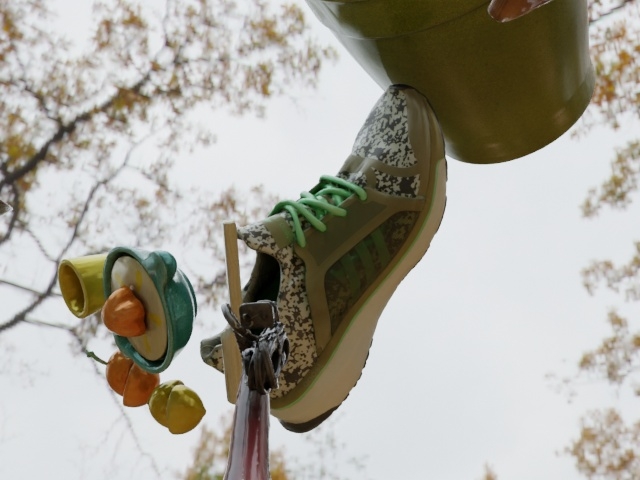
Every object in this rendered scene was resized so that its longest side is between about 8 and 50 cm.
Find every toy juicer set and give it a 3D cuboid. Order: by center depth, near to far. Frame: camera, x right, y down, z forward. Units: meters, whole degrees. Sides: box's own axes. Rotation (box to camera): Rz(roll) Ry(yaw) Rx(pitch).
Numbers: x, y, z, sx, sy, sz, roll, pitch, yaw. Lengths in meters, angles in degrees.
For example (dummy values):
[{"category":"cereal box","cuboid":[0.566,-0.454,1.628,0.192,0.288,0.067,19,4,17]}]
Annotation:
[{"category":"toy juicer set","cuboid":[-0.167,0.103,1.097,0.329,0.089,0.209,-11,-84,54]}]

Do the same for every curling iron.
[{"category":"curling iron","cuboid":[-0.042,0.125,0.526,0.035,0.274,0.068,-6,-53,8]}]

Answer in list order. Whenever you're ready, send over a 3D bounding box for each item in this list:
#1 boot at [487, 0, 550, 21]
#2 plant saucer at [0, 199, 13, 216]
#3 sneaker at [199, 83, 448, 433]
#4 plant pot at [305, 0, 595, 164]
[{"category":"boot","cuboid":[0.146,-0.240,0.690,0.096,0.264,0.280,48,-22,12]},{"category":"plant saucer","cuboid":[-0.537,-0.094,1.357,0.311,0.050,0.310,26,-9,5]},{"category":"sneaker","cuboid":[0.000,0.000,1.188,0.182,0.410,0.158,28,-9,-36]},{"category":"plant pot","cuboid":[0.188,-0.294,1.386,0.367,0.366,0.353,-17,-48,21]}]
